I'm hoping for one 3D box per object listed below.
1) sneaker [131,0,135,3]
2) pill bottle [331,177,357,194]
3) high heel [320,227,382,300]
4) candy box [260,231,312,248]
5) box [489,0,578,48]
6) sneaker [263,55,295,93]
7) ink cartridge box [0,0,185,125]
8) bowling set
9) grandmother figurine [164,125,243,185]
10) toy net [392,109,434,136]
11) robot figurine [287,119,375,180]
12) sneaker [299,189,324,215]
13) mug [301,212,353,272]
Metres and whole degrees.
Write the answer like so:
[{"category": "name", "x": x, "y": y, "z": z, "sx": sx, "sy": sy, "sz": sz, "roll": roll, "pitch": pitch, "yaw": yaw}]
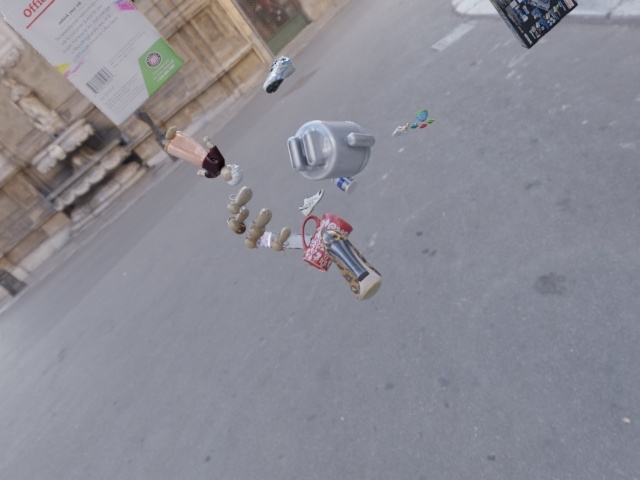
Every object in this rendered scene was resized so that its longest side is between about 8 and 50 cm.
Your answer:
[{"category": "sneaker", "x": -0.481, "y": -0.699, "z": 1.229, "sx": 0.170, "sy": 0.068, "sz": 0.071, "roll": -47, "pitch": 41, "yaw": 8}, {"category": "pill bottle", "x": 0.088, "y": -0.246, "z": 1.908, "sx": 0.067, "sy": 0.067, "sz": 0.120, "roll": -44, "pitch": 66, "yaw": -9}, {"category": "high heel", "x": 0.085, "y": 0.067, "z": 1.328, "sx": 0.093, "sy": 0.261, "sz": 0.186, "roll": -38, "pitch": 63, "yaw": -4}, {"category": "candy box", "x": -0.159, "y": -0.002, "z": 2.126, "sx": 0.164, "sy": 0.196, "sz": 0.070, "roll": -172, "pitch": 85, "yaw": -68}, {"category": "box", "x": 0.620, "y": -0.711, "z": 1.380, "sx": 0.175, "sy": 0.220, "sz": 0.051, "roll": -43, "pitch": 25, "yaw": 20}, {"category": "sneaker", "x": -0.172, "y": -0.644, "z": 1.818, "sx": 0.085, "sy": 0.086, "sz": 0.237, "roll": -38, "pitch": 17, "yaw": 41}, {"category": "ink cartridge box", "x": -0.485, "y": -0.447, "z": 0.982, "sx": 0.207, "sy": 0.353, "sz": 0.119, "roll": -40, "pitch": 26, "yaw": 5}, {"category": "bowling set", "x": -0.271, "y": -0.040, "z": 1.784, "sx": 0.199, "sy": 0.287, "sz": 0.154, "roll": -35, "pitch": 18, "yaw": 36}, {"category": "grandmother figurine", "x": -0.472, "y": -0.329, "z": 1.933, "sx": 0.104, "sy": 0.342, "sz": 0.208, "roll": -62, "pitch": 1, "yaw": -32}, {"category": "toy net", "x": 0.489, "y": -0.619, "z": 2.516, "sx": 0.232, "sy": 0.122, "sz": 0.045, "roll": -22, "pitch": 74, "yaw": 38}, {"category": "robot figurine", "x": 0.042, "y": -0.316, "z": 1.641, "sx": 0.299, "sy": 0.200, "sz": 0.353, "roll": -6, "pitch": 6, "yaw": 42}, {"category": "sneaker", "x": -0.024, "y": -0.103, "z": 1.206, "sx": 0.083, "sy": 0.037, "sz": 0.032, "roll": -51, "pitch": -4, "yaw": 15}, {"category": "mug", "x": 0.005, "y": 0.005, "z": 1.547, "sx": 0.150, "sy": 0.113, "sz": 0.169, "roll": 21, "pitch": 76, "yaw": 31}]
